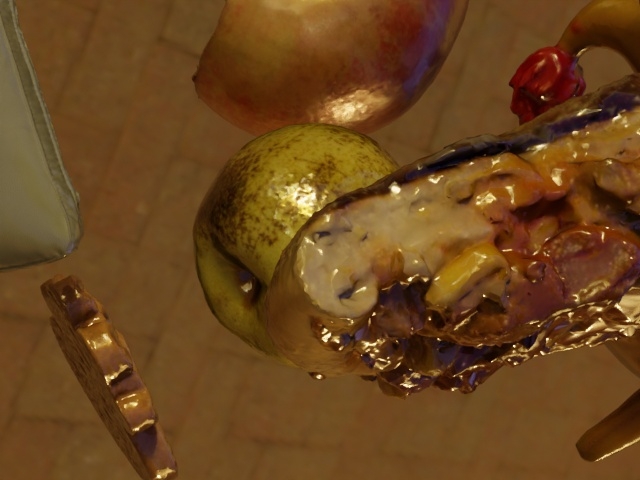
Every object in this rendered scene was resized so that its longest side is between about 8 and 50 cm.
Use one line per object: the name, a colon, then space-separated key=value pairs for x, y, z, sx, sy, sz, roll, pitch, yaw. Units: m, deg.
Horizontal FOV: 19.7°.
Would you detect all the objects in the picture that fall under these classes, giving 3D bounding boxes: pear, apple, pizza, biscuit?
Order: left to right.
biscuit: x=-0.197 y=0.125 z=1.714 sx=0.044 sy=0.202 sz=0.288 roll=-30 pitch=151 yaw=-15
pear: x=0.000 y=0.000 z=1.483 sx=0.197 sy=0.197 sz=0.197 roll=-38 pitch=139 yaw=-43
apple: x=0.039 y=-0.193 z=1.639 sx=0.293 sy=0.163 sz=0.251 roll=-48 pitch=169 yaw=-14
pizza: x=0.119 y=0.011 z=1.047 sx=0.409 sy=0.278 sz=0.114 roll=7 pitch=58 yaw=-65

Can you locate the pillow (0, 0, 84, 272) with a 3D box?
pillow: x=-0.345 y=-0.114 z=1.510 sx=0.120 sy=0.255 sz=0.322 roll=-45 pitch=119 yaw=-76

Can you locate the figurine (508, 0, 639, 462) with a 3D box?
figurine: x=0.284 y=-0.042 z=1.408 sx=0.401 sy=0.268 sz=0.387 roll=129 pitch=-22 yaw=-49
